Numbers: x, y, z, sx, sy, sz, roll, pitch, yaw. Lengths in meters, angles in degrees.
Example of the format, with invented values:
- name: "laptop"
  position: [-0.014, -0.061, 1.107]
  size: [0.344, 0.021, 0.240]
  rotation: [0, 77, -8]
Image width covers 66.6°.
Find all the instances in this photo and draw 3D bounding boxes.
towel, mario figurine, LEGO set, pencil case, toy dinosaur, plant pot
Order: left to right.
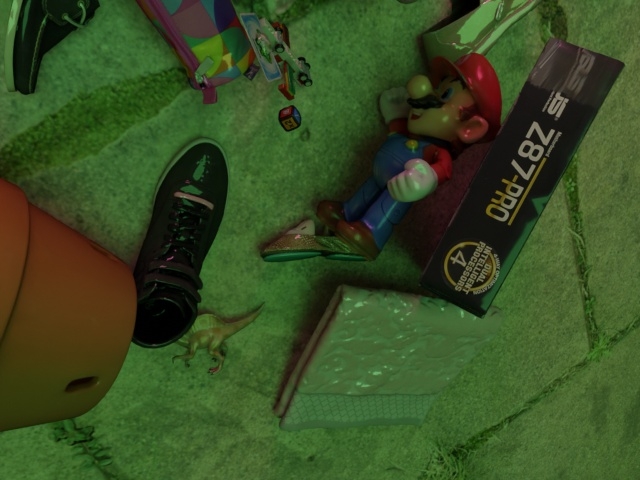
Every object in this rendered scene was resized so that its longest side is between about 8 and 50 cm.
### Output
- name: "plant pot"
  position: [-0.348, 0.087, 0.537]
  size: [0.203, 0.291, 0.291]
  rotation: [28, 94, -46]
- name: "pencil case"
  position: [-0.159, -0.280, 0.550]
  size: [0.104, 0.104, 0.236]
  rotation: [-39, 134, -8]
- name: "toy dinosaur"
  position: [-0.165, 0.153, 0.755]
  size: [0.183, 0.053, 0.092]
  rotation: [-7, 109, -22]
- name: "LEGO set"
  position: [-0.077, -0.257, 0.599]
  size: [0.060, 0.182, 0.244]
  rotation: [-16, 109, 23]
- name: "towel"
  position: [0.119, 0.220, 0.855]
  size: [0.332, 0.053, 0.317]
  rotation: [10, 121, -28]
- name: "mario figurine"
  position: [0.113, -0.140, 0.686]
  size: [0.320, 0.198, 0.170]
  rotation: [-50, 155, 3]

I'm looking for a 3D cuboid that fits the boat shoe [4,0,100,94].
- name: "boat shoe"
  position: [-0.289, -0.267, 0.538]
  size: [0.079, 0.084, 0.233]
  rotation: [19, 95, -28]

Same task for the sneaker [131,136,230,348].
- name: "sneaker"
  position: [-0.182, 0.010, 0.646]
  size: [0.105, 0.147, 0.295]
  rotation: [20, 97, -27]

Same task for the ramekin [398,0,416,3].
- name: "ramekin"
  position: [0.109, -0.441, 0.561]
  size: [0.135, 0.277, 0.277]
  rotation: [17, 100, -21]

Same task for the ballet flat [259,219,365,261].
- name: "ballet flat"
  position: [0.000, 0.000, 0.782]
  size: [0.206, 0.073, 0.067]
  rotation: [1, 79, -28]

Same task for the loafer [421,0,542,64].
- name: "loafer"
  position: [0.259, -0.367, 0.745]
  size: [0.092, 0.102, 0.268]
  rotation: [40, 91, -27]

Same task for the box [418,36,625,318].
- name: "box"
  position: [0.266, -0.059, 0.721]
  size: [0.097, 0.395, 0.318]
  rotation: [27, 93, 15]
